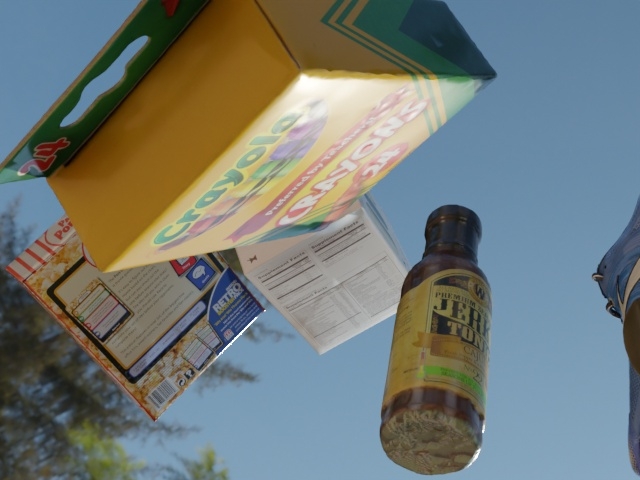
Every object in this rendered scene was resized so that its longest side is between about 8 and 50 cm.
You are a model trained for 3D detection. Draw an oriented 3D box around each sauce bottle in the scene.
[{"bbox_3d":[0.136,0.093,1.191,0.111,0.344,0.111,6,-46,6],"label":"sauce bottle"}]

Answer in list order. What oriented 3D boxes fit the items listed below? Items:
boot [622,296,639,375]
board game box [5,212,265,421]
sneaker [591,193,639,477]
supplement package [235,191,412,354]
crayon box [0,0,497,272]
[{"bbox_3d":[0.324,0.047,0.647,0.236,0.269,0.089,-20,-113,29],"label":"boot"},{"bbox_3d":[-0.157,0.044,0.941,0.045,0.147,0.193,24,-26,52],"label":"board game box"},{"bbox_3d":[0.329,0.066,0.972,0.129,0.330,0.147,23,-21,-17],"label":"sneaker"},{"bbox_3d":[0.000,0.000,1.637,0.198,0.263,0.199,-30,-131,8],"label":"supplement package"},{"bbox_3d":[-0.037,-0.077,0.711,0.202,0.318,0.081,-41,-106,31],"label":"crayon box"}]
